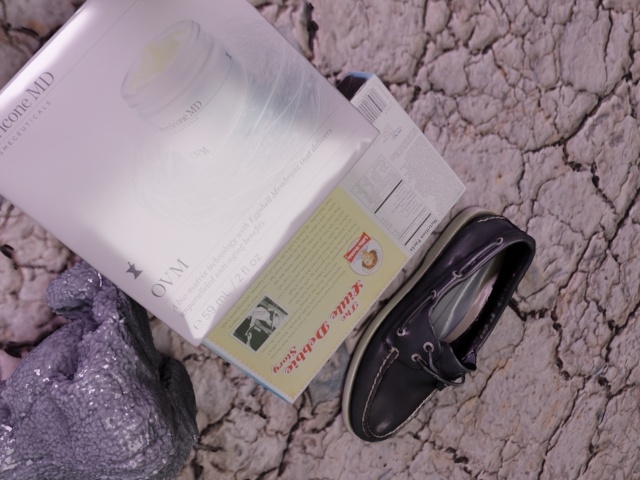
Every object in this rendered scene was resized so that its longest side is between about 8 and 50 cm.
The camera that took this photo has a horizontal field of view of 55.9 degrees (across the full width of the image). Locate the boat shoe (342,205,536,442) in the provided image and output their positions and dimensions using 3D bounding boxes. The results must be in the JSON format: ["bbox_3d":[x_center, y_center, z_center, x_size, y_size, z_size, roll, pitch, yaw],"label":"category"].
[{"bbox_3d":[0.153,0.118,0.747,0.127,0.113,0.340,40,85,-32],"label":"boat shoe"}]

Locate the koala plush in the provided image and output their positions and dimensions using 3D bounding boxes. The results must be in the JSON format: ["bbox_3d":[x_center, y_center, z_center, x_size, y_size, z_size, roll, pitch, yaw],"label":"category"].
[{"bbox_3d":[-0.238,0.157,0.519,0.221,0.203,0.196,-24,115,-7],"label":"koala plush"}]

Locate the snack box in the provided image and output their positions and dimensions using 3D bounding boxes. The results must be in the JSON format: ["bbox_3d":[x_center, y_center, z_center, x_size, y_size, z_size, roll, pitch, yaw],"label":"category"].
[{"bbox_3d":[0.000,0.000,0.659,0.322,0.060,0.187,-50,120,-6],"label":"snack box"}]

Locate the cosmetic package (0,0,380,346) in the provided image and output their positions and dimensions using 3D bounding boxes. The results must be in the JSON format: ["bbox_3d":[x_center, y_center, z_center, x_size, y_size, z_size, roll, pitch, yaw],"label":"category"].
[{"bbox_3d":[-0.117,-0.078,0.497,0.224,0.138,0.224,41,84,-13],"label":"cosmetic package"}]
